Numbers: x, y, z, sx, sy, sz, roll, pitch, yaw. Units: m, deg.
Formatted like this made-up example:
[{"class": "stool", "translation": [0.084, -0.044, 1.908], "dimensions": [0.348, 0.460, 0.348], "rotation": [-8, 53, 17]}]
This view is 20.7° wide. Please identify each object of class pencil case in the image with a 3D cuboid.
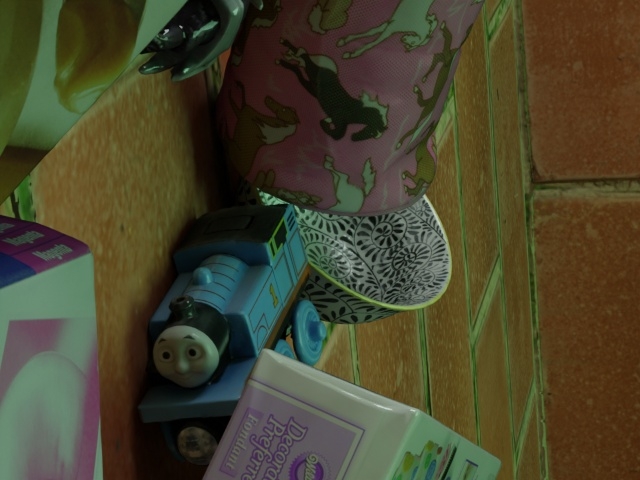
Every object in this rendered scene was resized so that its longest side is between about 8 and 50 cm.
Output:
[{"class": "pencil case", "translation": [0.052, -0.194, 1.057], "dimensions": [0.160, 0.167, 0.386], "rotation": [-107, -149, -48]}]

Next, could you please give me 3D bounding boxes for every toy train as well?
[{"class": "toy train", "translation": [-0.054, 0.055, 1.043], "dimensions": [0.184, 0.080, 0.105], "rotation": [-62, 140, -59]}]

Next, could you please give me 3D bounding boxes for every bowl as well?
[{"class": "bowl", "translation": [0.000, 0.000, 1.199], "dimensions": [0.080, 0.170, 0.170], "rotation": [-47, -164, 34]}]

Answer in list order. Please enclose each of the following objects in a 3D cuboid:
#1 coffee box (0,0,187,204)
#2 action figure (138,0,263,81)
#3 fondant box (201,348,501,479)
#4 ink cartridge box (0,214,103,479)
[{"class": "coffee box", "translation": [-0.147, -0.040, 0.383], "dimensions": [0.246, 0.098, 0.141], "rotation": [-52, 147, -25]}, {"class": "action figure", "translation": [-0.071, -0.156, 0.689], "dimensions": [0.185, 0.099, 0.285], "rotation": [58, -3, -12]}, {"class": "fondant box", "translation": [-0.001, 0.207, 1.027], "dimensions": [0.238, 0.096, 0.330], "rotation": [-66, 164, -5]}, {"class": "ink cartridge box", "translation": [-0.157, 0.098, 0.613], "dimensions": [0.324, 0.071, 0.330], "rotation": [-33, 122, -74]}]
